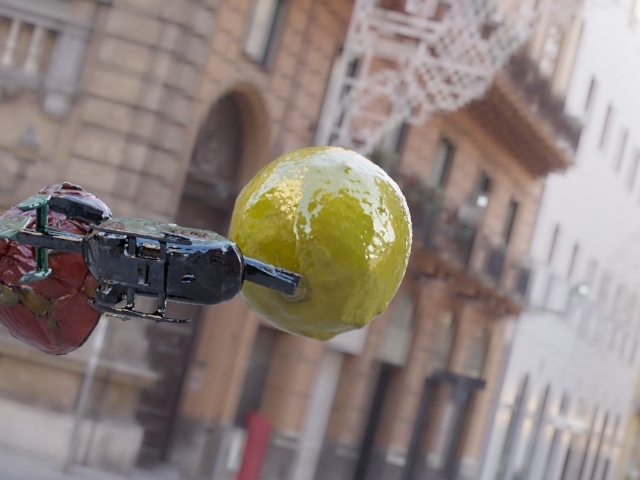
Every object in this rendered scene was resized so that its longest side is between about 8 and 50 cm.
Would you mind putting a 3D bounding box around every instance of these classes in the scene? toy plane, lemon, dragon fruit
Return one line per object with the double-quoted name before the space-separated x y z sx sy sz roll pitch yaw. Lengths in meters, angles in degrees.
"toy plane" -0.221 0.013 2.049 0.381 0.106 0.155 7 16 19
"lemon" 0.000 0.000 2.250 0.233 0.234 0.288 14 23 5
"dragon fruit" -0.367 0.028 2.297 0.148 0.224 0.218 13 -36 -33
